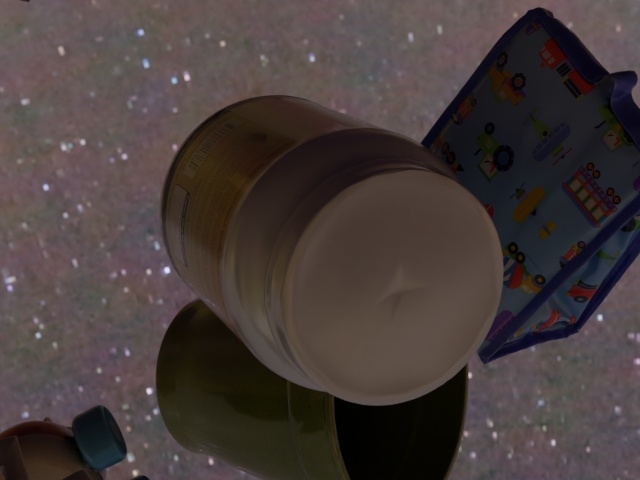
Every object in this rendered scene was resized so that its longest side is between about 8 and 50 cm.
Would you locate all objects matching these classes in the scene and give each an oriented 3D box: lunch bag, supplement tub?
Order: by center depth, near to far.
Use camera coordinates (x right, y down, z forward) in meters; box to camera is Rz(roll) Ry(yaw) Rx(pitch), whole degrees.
[{"bbox_3d":[0.000,0.000,1.017,0.228,0.228,0.316,-22,-158,-16],"label":"supplement tub"},{"bbox_3d":[0.210,-0.060,1.099,0.138,0.293,0.221,-13,-121,-32],"label":"lunch bag"}]

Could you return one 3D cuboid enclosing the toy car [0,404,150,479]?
[{"bbox_3d":[-0.332,0.284,1.412,0.219,0.210,0.238,-26,-157,-3],"label":"toy car"}]

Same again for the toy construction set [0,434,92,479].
[{"bbox_3d":[-0.106,0.244,0.567,0.151,0.328,0.215,-6,-131,-1],"label":"toy construction set"}]

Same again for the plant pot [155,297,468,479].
[{"bbox_3d":[-0.029,0.197,1.618,0.353,0.367,0.366,-2,-148,35],"label":"plant pot"}]
